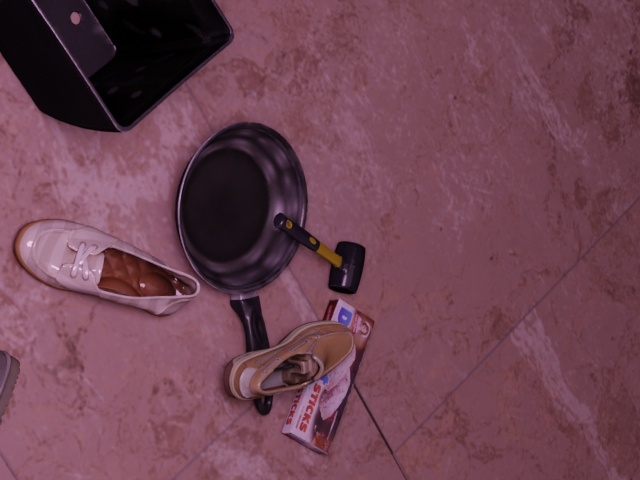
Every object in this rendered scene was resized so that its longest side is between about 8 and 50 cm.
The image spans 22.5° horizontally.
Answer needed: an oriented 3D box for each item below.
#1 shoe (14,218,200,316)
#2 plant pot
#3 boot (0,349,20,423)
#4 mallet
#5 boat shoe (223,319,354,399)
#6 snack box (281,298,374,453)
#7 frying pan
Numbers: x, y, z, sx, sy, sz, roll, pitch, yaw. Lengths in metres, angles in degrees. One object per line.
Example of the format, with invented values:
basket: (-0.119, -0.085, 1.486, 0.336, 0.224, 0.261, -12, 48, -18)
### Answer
shoe: (-0.226, 0.027, 1.735, 0.219, 0.058, 0.076, 21, 72, -37)
plant pot: (-0.241, -0.227, 1.679, 0.187, 0.167, 0.188, -46, 115, -34)
boot: (-0.405, 0.138, 1.565, 0.208, 0.076, 0.189, 39, 48, -38)
mallet: (0.000, 0.000, 1.905, 0.189, 0.039, 0.062, 46, 55, -51)
boat shoe: (-0.020, 0.143, 1.851, 0.190, 0.072, 0.068, -24, 110, -40)
snack box: (0.010, 0.163, 1.942, 0.064, 0.022, 0.178, 33, 66, -31)
frying pan: (-0.072, 0.016, 1.871, 0.197, 0.053, 0.326, -40, 122, -34)
